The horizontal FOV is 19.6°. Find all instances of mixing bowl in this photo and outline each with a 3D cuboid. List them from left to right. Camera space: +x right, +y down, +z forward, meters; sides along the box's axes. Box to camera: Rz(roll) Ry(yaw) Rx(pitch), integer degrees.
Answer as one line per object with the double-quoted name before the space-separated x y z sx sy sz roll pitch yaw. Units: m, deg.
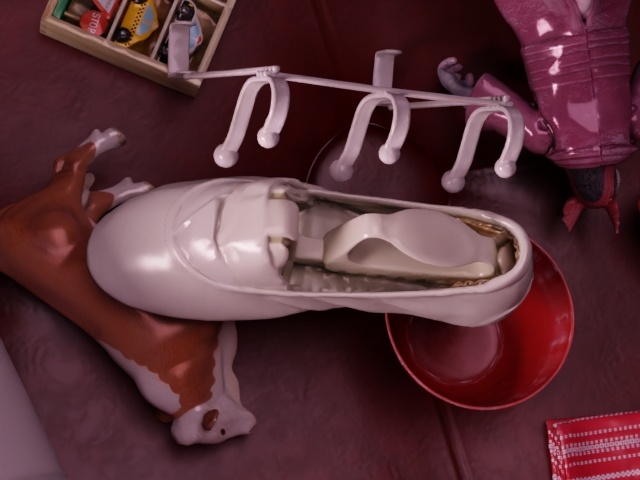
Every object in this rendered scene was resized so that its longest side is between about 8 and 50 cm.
"mixing bowl" 0.138 0.079 1.745 0.181 0.098 0.181 3 73 -11

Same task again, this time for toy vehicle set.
"toy vehicle set" -0.151 -0.291 1.834 0.166 0.035 0.267 22 70 -4

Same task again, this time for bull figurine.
"bull figurine" -0.157 0.045 1.697 0.310 0.101 0.188 38 66 0

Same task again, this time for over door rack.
"over door rack" 0.012 -0.114 1.674 0.239 0.324 0.108 6 102 -21

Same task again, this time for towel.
"towel" 0.327 0.294 1.755 0.198 0.031 0.275 -4 74 -13

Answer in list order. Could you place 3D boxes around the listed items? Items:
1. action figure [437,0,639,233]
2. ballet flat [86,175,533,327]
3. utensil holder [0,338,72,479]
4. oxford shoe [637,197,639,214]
"action figure" 0.255 -0.186 1.753 0.248 0.276 0.370 -13 96 -10
"ballet flat" 0.000 0.000 1.620 0.400 0.139 0.139 5 72 -10
"utensil holder" -0.411 0.126 1.507 0.327 0.327 0.385 -23 76 -17
"oxford shoe" 0.430 -0.052 1.865 0.271 0.097 0.098 -30 113 -24
